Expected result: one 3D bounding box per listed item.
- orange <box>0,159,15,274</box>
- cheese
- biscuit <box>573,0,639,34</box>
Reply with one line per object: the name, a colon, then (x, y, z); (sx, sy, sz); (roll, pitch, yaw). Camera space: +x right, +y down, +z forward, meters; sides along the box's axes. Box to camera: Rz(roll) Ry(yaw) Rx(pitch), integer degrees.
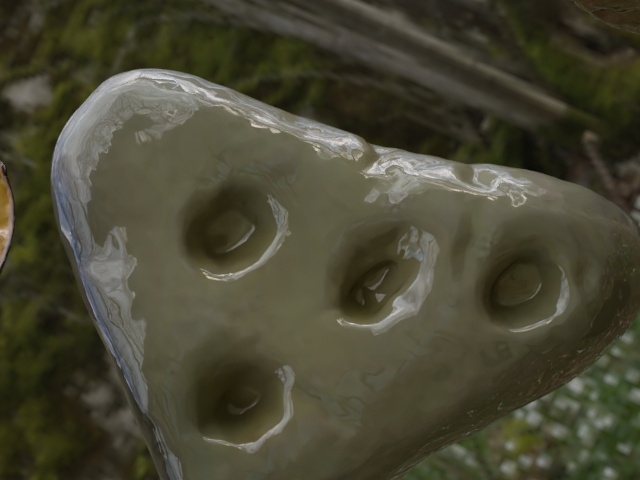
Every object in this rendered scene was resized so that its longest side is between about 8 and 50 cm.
orange: (-0.408, 0.016, 1.523); (0.310, 0.274, 0.274); (-51, -26, 4)
cheese: (0.000, 0.000, 1.206); (0.351, 0.328, 0.129); (-34, -9, 1)
biscuit: (0.394, -0.269, 1.430); (0.429, 0.446, 0.104); (36, -140, -64)
